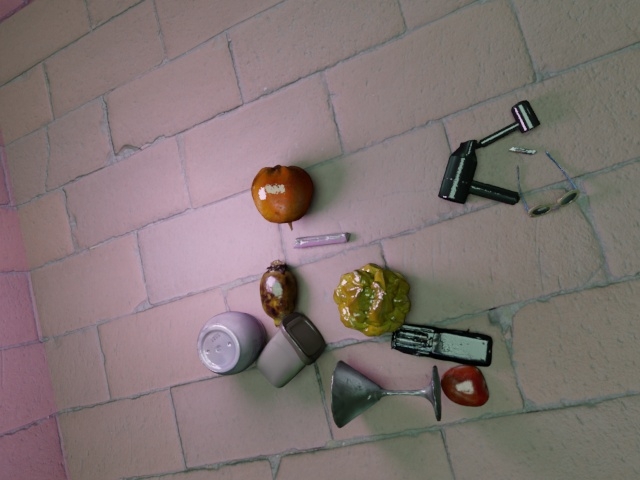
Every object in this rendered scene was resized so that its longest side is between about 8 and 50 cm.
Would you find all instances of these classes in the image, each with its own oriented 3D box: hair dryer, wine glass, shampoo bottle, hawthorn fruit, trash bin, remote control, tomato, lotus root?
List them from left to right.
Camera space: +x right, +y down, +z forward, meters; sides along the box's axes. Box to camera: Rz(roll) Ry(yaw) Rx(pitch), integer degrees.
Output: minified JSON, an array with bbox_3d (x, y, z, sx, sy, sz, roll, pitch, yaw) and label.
[{"bbox_3d":[-0.395,0.453,2.037,0.272,0.266,0.274,0,91,15],"label":"shampoo bottle"},{"bbox_3d":[-0.188,0.242,2.033,0.169,0.141,0.315,-5,90,24],"label":"lotus root"},{"bbox_3d":[-0.164,-0.179,1.978,0.276,0.277,0.299,-5,107,19],"label":"hawthorn fruit"},{"bbox_3d":[-0.137,0.485,1.980,0.219,0.219,0.250,45,110,13],"label":"trash bin"},{"bbox_3d":[0.263,0.601,1.800,0.405,0.267,0.268,-8,86,19],"label":"wine glass"},{"bbox_3d":[0.482,0.414,1.832,0.398,0.062,0.145,4,90,20],"label":"remote control"},{"bbox_3d":[0.564,0.585,1.789,0.174,0.082,0.167,-17,85,19],"label":"tomato"},{"bbox_3d":[0.641,-0.247,1.779,0.302,0.116,0.245,18,95,8],"label":"hair dryer"},{"bbox_3d":[0.711,-0.438,1.775,0.247,0.070,0.114,-27,81,26],"label":"hair dryer"}]

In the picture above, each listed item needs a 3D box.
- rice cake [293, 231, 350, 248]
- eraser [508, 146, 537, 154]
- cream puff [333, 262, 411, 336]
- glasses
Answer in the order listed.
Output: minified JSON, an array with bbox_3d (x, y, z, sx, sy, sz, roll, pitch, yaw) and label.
[{"bbox_3d":[0.000,-0.001,2.017,0.269,0.055,0.049,-7,91,17],"label":"rice cake"},{"bbox_3d":[0.782,-0.346,1.758,0.099,0.027,0.019,15,96,18],"label":"eraser"},{"bbox_3d":[0.191,0.236,1.830,0.324,0.257,0.291,21,88,25],"label":"cream puff"},{"bbox_3d":[0.837,-0.214,1.703,0.189,0.088,0.221,-25,81,18],"label":"glasses"}]
